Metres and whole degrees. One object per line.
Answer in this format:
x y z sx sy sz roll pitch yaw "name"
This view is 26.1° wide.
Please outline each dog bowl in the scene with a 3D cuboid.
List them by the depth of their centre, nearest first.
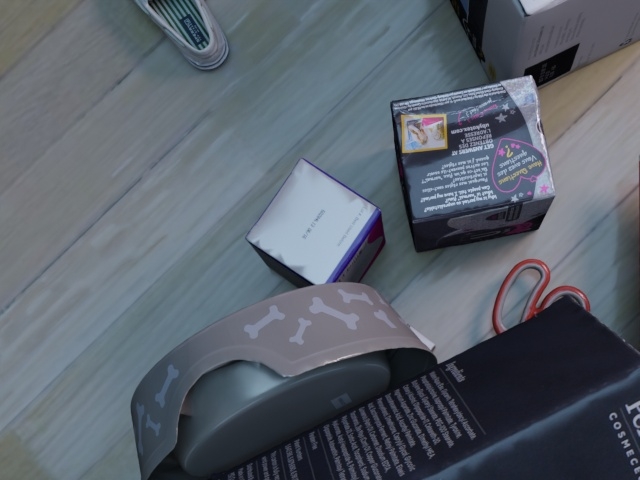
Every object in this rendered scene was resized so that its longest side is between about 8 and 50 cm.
-0.049 0.168 1.514 0.348 0.349 0.102 -27 68 0 "dog bowl"

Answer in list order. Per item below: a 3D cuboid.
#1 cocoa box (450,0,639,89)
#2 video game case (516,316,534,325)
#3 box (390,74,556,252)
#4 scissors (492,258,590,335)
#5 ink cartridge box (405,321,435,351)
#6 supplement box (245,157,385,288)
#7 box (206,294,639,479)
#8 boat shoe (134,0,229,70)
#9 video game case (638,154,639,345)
0.263 -0.340 1.553 0.231 0.347 0.228 -26 80 0 "cocoa box"
0.263 0.208 1.634 0.190 0.022 0.173 43 86 9 "video game case"
0.172 -0.079 1.570 0.163 0.247 0.142 -10 82 3 "box"
0.219 0.168 1.624 0.109 0.021 0.297 25 85 5 "scissors"
0.096 0.111 1.648 0.083 0.048 0.028 38 86 10 "ink cartridge box"
0.000 0.000 1.586 0.114 0.220 0.111 34 84 10 "supplement box"
0.177 0.390 1.407 0.471 0.297 0.480 -27 101 -2 "box"
-0.191 -0.314 1.721 0.083 0.076 0.226 -42 81 -3 "boat shoe"
0.452 0.034 1.521 0.204 0.025 0.285 -4 76 30 "video game case"
